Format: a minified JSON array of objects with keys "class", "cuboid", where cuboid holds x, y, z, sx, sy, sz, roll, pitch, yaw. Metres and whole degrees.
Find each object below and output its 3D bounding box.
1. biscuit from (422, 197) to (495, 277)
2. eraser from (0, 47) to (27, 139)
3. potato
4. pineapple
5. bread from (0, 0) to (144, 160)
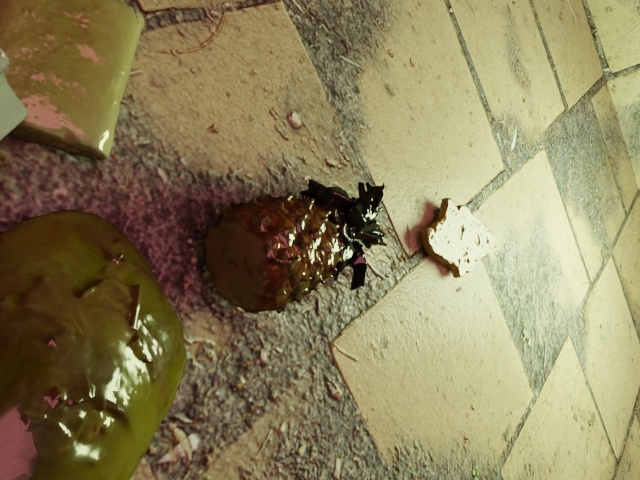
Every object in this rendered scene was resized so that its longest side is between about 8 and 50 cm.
[{"class":"biscuit","cuboid":[0.289,-0.004,0.883,0.250,0.035,0.162,2,87,-38]},{"class":"eraser","cuboid":[-0.418,-0.058,0.229,0.272,0.122,0.359,37,64,-17]},{"class":"potato","cuboid":[-0.225,0.114,0.346,0.246,0.196,0.299,46,56,-26]},{"class":"pineapple","cuboid":[0.000,0.000,0.591,0.310,0.141,0.170,-21,92,-47]},{"class":"bread","cuboid":[-0.271,-0.183,0.436,0.140,0.060,0.178,19,72,-35]}]
